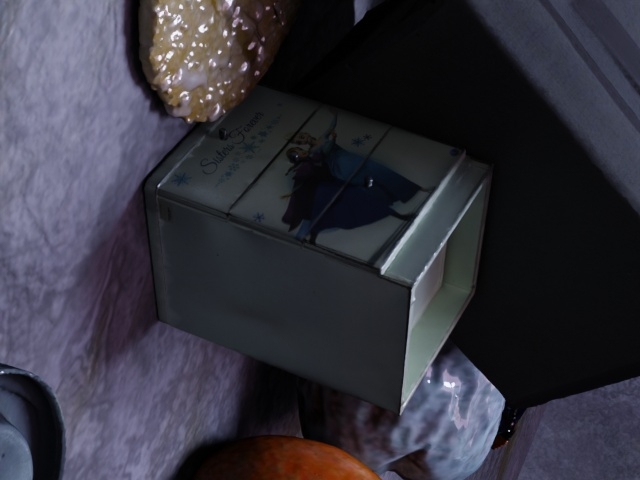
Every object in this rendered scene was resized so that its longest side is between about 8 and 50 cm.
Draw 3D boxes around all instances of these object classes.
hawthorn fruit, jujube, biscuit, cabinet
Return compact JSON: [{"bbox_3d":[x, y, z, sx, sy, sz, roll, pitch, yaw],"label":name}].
[{"bbox_3d":[-0.002,0.287,1.123,0.210,0.262,0.210,17,90,-73],"label":"hawthorn fruit"},{"bbox_3d":[0.087,0.085,1.241,0.246,0.216,0.307,0,102,-86],"label":"jujube"},{"bbox_3d":[-0.059,-0.184,0.868,0.220,0.033,0.219,-51,153,-40],"label":"biscuit"},{"bbox_3d":[0.000,0.000,0.936,0.145,0.206,0.150,-53,154,-41],"label":"cabinet"}]

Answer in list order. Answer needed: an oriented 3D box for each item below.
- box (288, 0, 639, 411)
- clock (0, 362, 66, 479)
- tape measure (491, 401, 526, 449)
[{"bbox_3d":[0.173,-0.069,1.020,0.251,0.345,0.204,-27,-161,47],"label":"box"},{"bbox_3d":[-0.227,0.168,0.731,0.215,0.042,0.215,-54,155,-40],"label":"clock"},{"bbox_3d":[0.163,0.147,1.522,0.135,0.202,0.222,-49,164,-41],"label":"tape measure"}]
